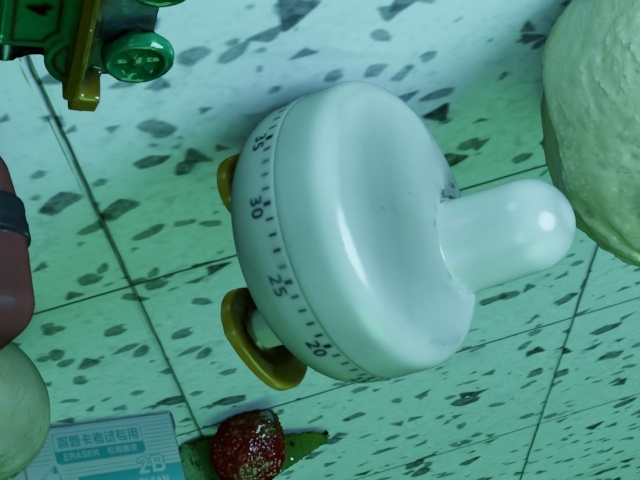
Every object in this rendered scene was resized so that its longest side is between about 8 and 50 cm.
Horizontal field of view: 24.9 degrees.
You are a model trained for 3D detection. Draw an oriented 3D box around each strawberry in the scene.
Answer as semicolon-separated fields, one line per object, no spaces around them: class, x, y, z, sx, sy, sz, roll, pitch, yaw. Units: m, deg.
strawberry;-0.088;0.255;1.797;0.106;0.106;0.106;-15;157;-7

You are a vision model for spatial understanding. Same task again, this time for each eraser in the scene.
eraser;-0.271;0.261;1.666;0.225;0.095;0.052;-4;157;-31

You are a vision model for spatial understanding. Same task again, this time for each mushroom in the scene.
mushroom;-0.362;0.185;1.302;0.246;0.202;0.246;-15;168;-3

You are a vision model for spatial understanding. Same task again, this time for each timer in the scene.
timer;0.051;-0.010;1.101;0.240;0.233;0.233;-18;160;29

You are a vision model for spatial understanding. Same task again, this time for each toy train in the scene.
toy train;-0.144;-0.160;0.824;0.136;0.091;0.227;2;153;-18

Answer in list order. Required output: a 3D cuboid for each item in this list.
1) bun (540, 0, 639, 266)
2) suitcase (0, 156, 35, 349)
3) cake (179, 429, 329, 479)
bun;0.343;-0.099;1.135;0.352;0.227;0.349;-31;152;24
suitcase;-0.366;0.043;1.023;0.297;0.161;0.236;-33;151;35
cake;-0.087;0.316;1.925;0.235;0.099;0.100;1;152;-40
